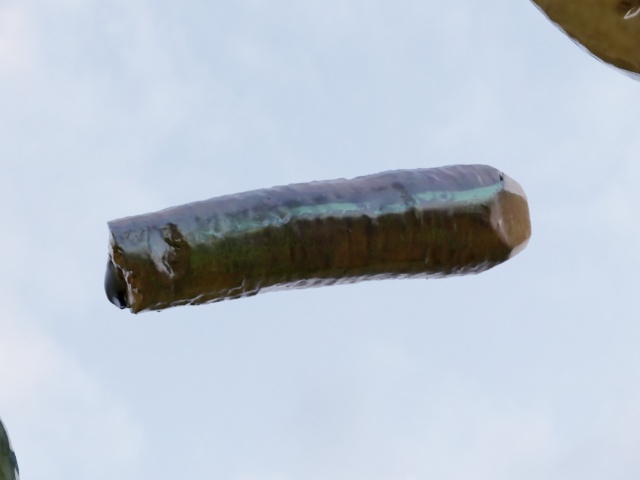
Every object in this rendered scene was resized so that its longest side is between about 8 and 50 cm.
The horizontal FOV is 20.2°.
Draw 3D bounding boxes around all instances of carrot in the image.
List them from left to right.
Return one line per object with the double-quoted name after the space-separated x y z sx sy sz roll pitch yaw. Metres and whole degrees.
0.000 0.000 1.028 0.260 0.070 0.070 -8 -46 -25 "carrot"

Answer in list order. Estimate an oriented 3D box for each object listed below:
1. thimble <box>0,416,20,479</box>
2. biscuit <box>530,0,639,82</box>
-0.311 0.159 1.037 0.150 0.271 0.271 -20 -56 31 "thimble"
0.106 -0.072 0.302 0.225 0.036 0.166 29 -62 38 "biscuit"
